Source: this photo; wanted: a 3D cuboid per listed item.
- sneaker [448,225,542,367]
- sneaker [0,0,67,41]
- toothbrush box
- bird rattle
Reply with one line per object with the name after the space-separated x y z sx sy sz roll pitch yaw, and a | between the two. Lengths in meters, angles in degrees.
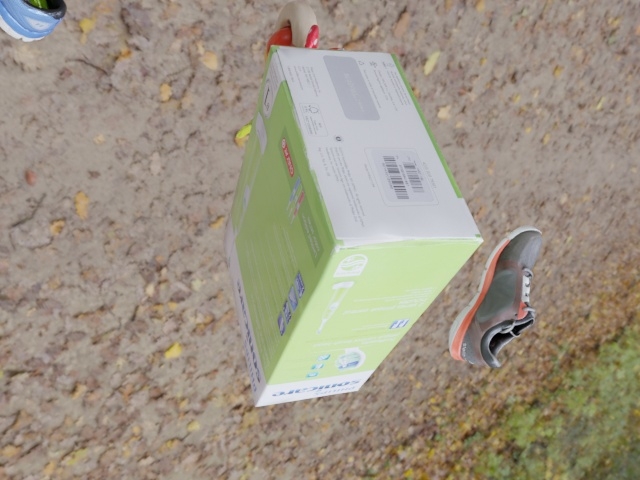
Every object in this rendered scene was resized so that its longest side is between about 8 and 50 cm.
0.192 0.060 0.598 0.061 0.064 0.158 40 78 -43 | sneaker
-0.554 -0.502 1.012 0.330 0.147 0.130 52 47 -39 | sneaker
0.000 0.000 0.561 0.122 0.206 0.283 -2 145 -22 | toothbrush box
-0.047 -0.244 0.867 0.143 0.207 0.253 -2 163 -12 | bird rattle
